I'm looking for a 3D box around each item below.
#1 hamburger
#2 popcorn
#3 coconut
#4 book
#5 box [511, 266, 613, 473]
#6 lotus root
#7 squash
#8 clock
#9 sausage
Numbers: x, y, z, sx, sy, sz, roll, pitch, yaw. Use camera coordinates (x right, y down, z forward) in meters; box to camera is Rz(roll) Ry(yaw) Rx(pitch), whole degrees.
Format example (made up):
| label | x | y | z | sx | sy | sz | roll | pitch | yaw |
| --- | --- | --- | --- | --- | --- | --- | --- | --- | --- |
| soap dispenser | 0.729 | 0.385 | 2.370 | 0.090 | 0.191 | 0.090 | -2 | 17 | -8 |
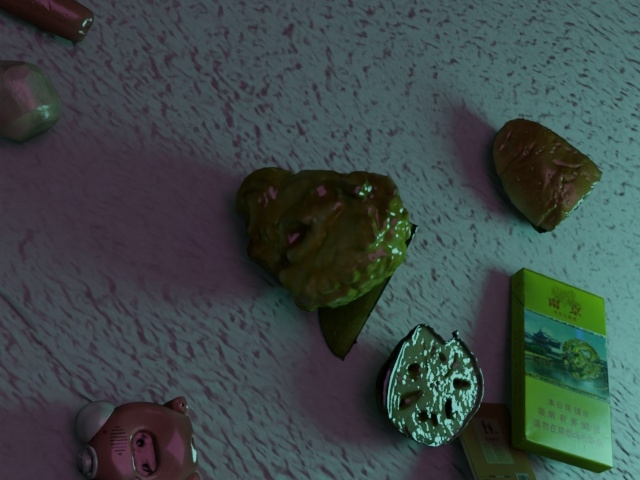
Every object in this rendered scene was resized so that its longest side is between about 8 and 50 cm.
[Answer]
| label | x | y | z | sx | sy | sz | roll | pitch | yaw |
| --- | --- | --- | --- | --- | --- | --- | --- | --- | --- |
| hamburger | 0.399 | -0.129 | 1.947 | 0.207 | 0.135 | 0.155 | 50 | 56 | 0 |
| popcorn | 0.000 | 0.000 | 1.646 | 0.174 | 0.286 | 0.225 | 15 | 80 | -63 |
| coconut | -0.449 | -0.212 | 1.568 | 0.110 | 0.110 | 0.124 | -29 | 89 | -32 |
| book | 0.285 | 0.339 | 1.746 | 0.118 | 0.012 | 0.172 | 8 | 43 | -25 |
| box | 0.419 | 0.223 | 1.852 | 0.187 | 0.047 | 0.335 | 20 | 54 | -19 |
| lotus root | 0.165 | 0.238 | 1.730 | 0.203 | 0.078 | 0.183 | -45 | 105 | -29 |
| squash | 0.050 | 0.055 | 1.769 | 0.093 | 0.169 | 0.252 | 27 | 95 | -13 |
| clock | -0.258 | 0.298 | 1.482 | 0.162 | 0.093 | 0.165 | -6 | 75 | -25 |
| sausage | -0.430 | -0.363 | 1.650 | 0.154 | 0.062 | 0.062 | 24 | 63 | -18 |
